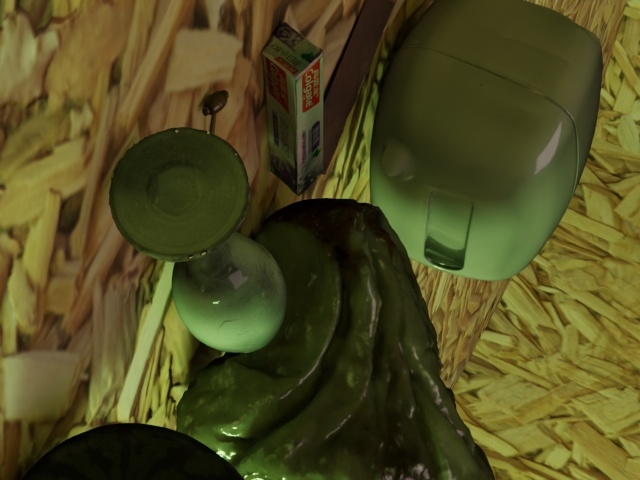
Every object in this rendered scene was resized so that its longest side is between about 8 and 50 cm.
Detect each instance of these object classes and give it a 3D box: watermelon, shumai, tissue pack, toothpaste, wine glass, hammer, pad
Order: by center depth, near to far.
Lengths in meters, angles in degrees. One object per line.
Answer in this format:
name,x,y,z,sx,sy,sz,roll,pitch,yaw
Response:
watermelon,-0.138,0.239,1.170,0.212,0.212,0.212,-59,166,-24
wine glass,0.000,0.000,1.211,0.309,0.264,0.096,74,7,-72
hammer,-0.086,-0.072,1.234,0.029,0.014,0.123,-46,162,-32
toothpaste,-0.024,-0.109,1.350,0.040,0.047,0.196,-44,161,-20
shumai,0.037,0.094,1.470,0.309,0.304,0.263,-34,136,-76
pad,0.025,-0.154,1.544,0.188,0.006,0.113,-68,166,5
tissue pack,0.170,-0.097,1.723,0.333,0.229,0.236,88,28,-65
